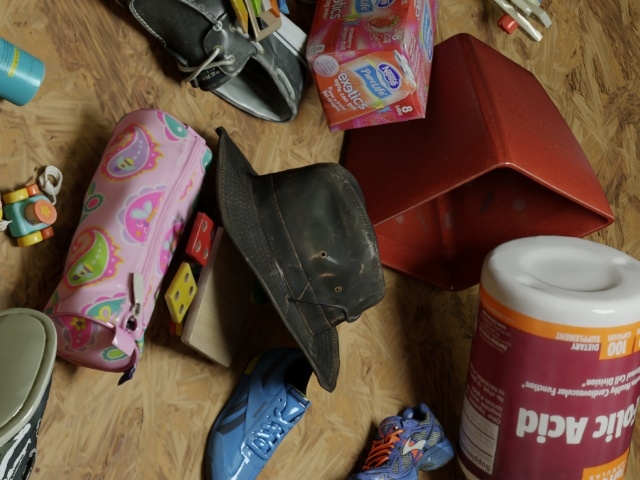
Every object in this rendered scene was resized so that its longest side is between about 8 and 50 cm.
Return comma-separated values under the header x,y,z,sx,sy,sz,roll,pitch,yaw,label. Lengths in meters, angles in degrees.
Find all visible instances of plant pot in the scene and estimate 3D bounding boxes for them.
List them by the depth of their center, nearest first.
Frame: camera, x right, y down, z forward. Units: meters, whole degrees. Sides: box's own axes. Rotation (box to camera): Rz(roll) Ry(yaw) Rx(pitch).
x,y,z,sx,sy,sz,roll,pitch,yaw,label
0.188,-0.113,2.057,0.267,0.267,0.235,22,52,-47,plant pot

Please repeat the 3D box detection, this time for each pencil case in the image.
x,y,z,sx,sy,sz,roll,pitch,yaw,label
-0.201,0.001,1.636,0.124,0.124,0.284,44,49,-36,pencil case

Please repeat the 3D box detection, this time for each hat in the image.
x,y,z,sx,sy,sz,roll,pitch,yaw,label
0.000,0.000,1.782,0.331,0.134,0.331,-23,90,-80,hat

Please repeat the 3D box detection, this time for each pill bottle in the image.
x,y,z,sx,sy,sz,roll,pitch,yaw,label
0.295,0.212,2.016,0.224,0.224,0.392,-27,129,-51,pill bottle

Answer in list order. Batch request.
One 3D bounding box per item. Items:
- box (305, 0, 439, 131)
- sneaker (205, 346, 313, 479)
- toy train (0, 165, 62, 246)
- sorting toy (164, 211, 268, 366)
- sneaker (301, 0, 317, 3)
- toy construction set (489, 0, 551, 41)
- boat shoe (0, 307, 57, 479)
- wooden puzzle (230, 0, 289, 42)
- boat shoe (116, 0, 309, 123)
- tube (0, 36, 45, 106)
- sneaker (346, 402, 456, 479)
x,y,z,sx,sy,sz,roll,pitch,yaw,label
0.070,-0.266,1.973,0.257,0.128,0.122,-80,157,-47,box
-0.064,0.206,1.784,0.069,0.082,0.209,52,46,-32,sneaker
-0.315,-0.065,1.570,0.166,0.046,0.125,32,57,-42,toy train
-0.126,0.059,1.731,0.274,0.046,0.132,46,58,-68,sorting toy
-0.021,-0.354,1.996,0.118,0.067,0.042,48,47,-33,sneaker
0.331,-0.467,2.363,0.215,0.151,0.327,42,75,-31,toy construction set
-0.326,0.217,1.435,0.113,0.127,0.340,81,18,-47,boat shoe
-0.066,-0.268,1.785,0.116,0.014,0.078,-52,132,-53,wooden puzzle
-0.116,-0.230,1.801,0.335,0.121,0.119,24,58,-48,boat shoe
-0.371,-0.200,1.542,0.207,0.052,0.080,28,51,-35,tube
0.090,0.269,1.971,0.221,0.083,0.087,-23,92,-60,sneaker
